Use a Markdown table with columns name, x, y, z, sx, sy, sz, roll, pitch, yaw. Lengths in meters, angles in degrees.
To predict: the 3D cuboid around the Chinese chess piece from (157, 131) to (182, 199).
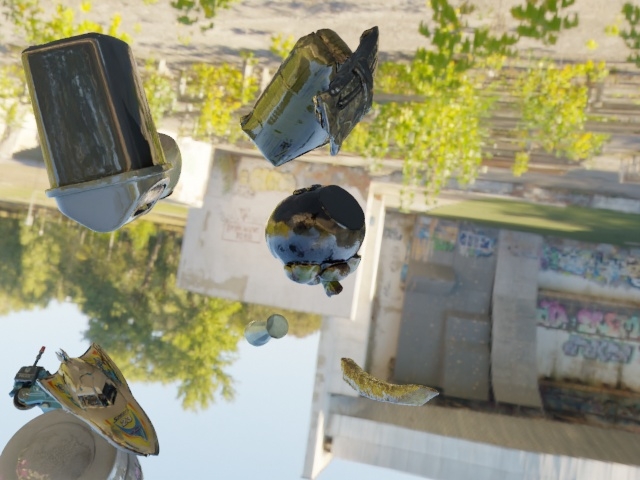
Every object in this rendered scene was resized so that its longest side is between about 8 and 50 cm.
| name | x | y | z | sx | sy | sz | roll | pitch | yaw |
| --- | --- | --- | --- | --- | --- | --- | --- | --- | --- |
| Chinese chess piece | -0.422 | -0.164 | 1.403 | 0.250 | 0.103 | 0.250 | 4 | -153 | -2 |

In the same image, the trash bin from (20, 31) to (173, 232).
| name | x | y | z | sx | sy | sz | roll | pitch | yaw |
| --- | --- | --- | --- | --- | --- | --- | --- | --- | --- |
| trash bin | -0.348 | -0.166 | 1.047 | 0.182 | 0.290 | 0.209 | -11 | -170 | 4 |

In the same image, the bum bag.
| name | x | y | z | sx | sy | sz | roll | pitch | yaw |
| --- | --- | --- | --- | --- | --- | --- | --- | --- | --- |
| bum bag | 0.046 | -0.220 | 0.967 | 0.069 | 0.248 | 0.102 | 2 | 130 | 29 |

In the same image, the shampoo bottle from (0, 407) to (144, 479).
| name | x | y | z | sx | sy | sz | roll | pitch | yaw |
| --- | --- | --- | --- | --- | --- | --- | --- | --- | --- |
| shampoo bottle | -0.503 | 0.499 | 1.339 | 0.273 | 0.273 | 0.266 | 8 | 135 | 5 |

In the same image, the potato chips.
| name | x | y | z | sx | sy | sz | roll | pitch | yaw |
| --- | --- | --- | --- | --- | --- | --- | --- | --- | --- |
| potato chips | 0.145 | 0.359 | 1.634 | 0.057 | 0.080 | 0.407 | 28 | 168 | -24 |

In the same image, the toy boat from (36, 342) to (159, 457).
| name | x | y | z | sx | sy | sz | roll | pitch | yaw |
| --- | --- | --- | --- | --- | --- | --- | --- | --- | --- |
| toy boat | -0.253 | 0.197 | 0.783 | 0.210 | 0.066 | 0.084 | 27 | -134 | 37 |

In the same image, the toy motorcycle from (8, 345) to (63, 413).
| name | x | y | z | sx | sy | sz | roll | pitch | yaw |
| --- | --- | --- | --- | --- | --- | --- | --- | --- | --- |
| toy motorcycle | -0.674 | 0.378 | 1.738 | 0.272 | 0.182 | 0.123 | 3 | 134 | 6 |

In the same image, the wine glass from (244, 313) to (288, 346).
| name | x | y | z | sx | sy | sz | roll | pitch | yaw |
| --- | --- | --- | --- | --- | --- | --- | --- | --- | --- |
| wine glass | -0.140 | 0.237 | 1.722 | 0.073 | 0.073 | 0.155 | 10 | 163 | -25 |

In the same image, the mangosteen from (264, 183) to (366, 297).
| name | x | y | z | sx | sy | sz | roll | pitch | yaw |
| --- | --- | --- | --- | --- | --- | --- | --- | --- | --- |
| mangosteen | 0.002 | -0.004 | 1.693 | 0.233 | 0.287 | 0.287 | -42 | 151 | 24 |

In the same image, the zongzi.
| name | x | y | z | sx | sy | sz | roll | pitch | yaw |
| --- | --- | --- | --- | --- | --- | --- | --- | --- | --- |
| zongzi | 0.023 | -0.288 | 1.273 | 0.300 | 0.145 | 0.274 | -21 | 161 | -44 |
